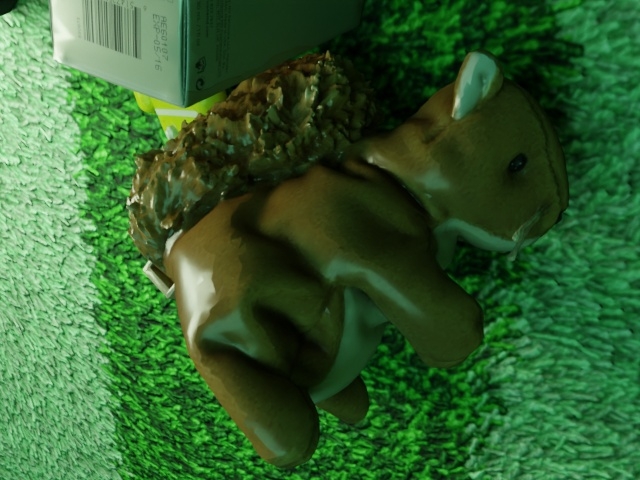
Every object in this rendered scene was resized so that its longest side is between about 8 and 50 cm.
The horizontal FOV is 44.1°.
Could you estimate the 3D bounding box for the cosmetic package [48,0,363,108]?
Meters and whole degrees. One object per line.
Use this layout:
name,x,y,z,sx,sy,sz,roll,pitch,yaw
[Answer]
cosmetic package,-0.093,-0.243,0.768,0.160,0.309,0.113,23,125,23

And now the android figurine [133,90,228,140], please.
android figurine,-0.178,-0.197,0.971,0.248,0.056,0.272,20,133,58

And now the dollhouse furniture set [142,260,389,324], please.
dollhouse furniture set,0.000,0.000,1.023,0.303,0.174,0.355,42,103,23

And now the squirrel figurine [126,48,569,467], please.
squirrel figurine,0.026,-0.047,0.775,0.370,0.281,0.397,-45,70,8

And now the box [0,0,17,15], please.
box,-0.638,-0.433,0.879,0.480,0.471,0.297,44,130,-8
